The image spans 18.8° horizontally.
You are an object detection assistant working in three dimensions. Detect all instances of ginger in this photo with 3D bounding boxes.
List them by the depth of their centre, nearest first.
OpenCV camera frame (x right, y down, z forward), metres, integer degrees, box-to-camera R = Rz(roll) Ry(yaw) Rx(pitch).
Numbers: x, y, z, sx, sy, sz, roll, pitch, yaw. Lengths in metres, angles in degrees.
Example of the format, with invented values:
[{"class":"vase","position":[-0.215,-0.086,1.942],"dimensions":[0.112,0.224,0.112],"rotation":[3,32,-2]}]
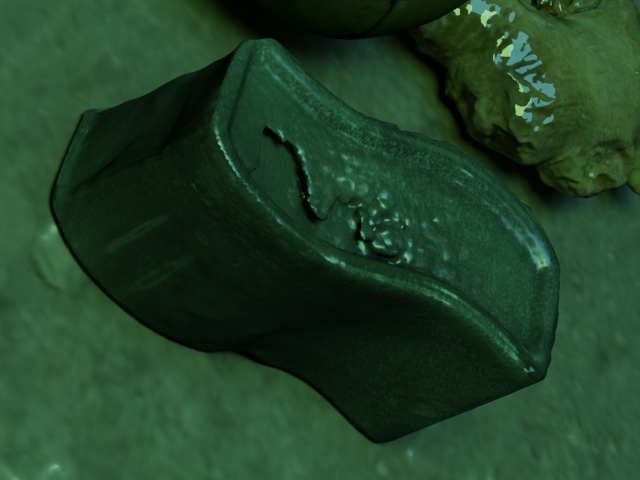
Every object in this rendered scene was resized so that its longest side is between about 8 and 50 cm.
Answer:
[{"class":"ginger","position":[0.130,-0.089,1.095],"dimensions":[0.213,0.074,0.137],"rotation":[9,56,-49]}]

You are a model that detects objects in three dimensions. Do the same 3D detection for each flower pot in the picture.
[{"class":"flower pot","position":[0.000,0.000,0.888],"dimensions":[0.229,0.108,0.103],"rotation":[31,51,-35]}]

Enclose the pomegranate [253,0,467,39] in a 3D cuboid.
[{"class":"pomegranate","position":[0.024,-0.202,0.967],"dimensions":[0.179,0.179,0.210],"rotation":[41,35,-26]}]
